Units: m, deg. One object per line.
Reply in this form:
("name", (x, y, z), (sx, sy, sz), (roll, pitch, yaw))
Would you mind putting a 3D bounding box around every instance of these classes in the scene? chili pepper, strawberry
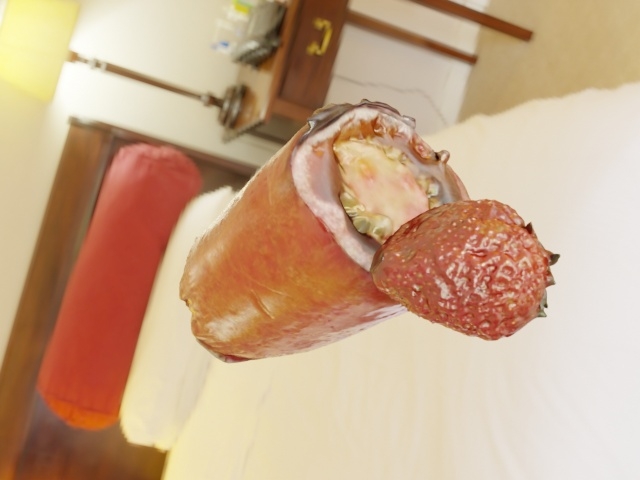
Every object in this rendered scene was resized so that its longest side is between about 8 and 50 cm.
("chili pepper", (0.000, 0.000, 1.192), (0.305, 0.251, 0.229), (-27, 86, 50))
("strawberry", (0.129, 0.018, 0.972), (0.131, 0.148, 0.131), (-55, 22, 34))
